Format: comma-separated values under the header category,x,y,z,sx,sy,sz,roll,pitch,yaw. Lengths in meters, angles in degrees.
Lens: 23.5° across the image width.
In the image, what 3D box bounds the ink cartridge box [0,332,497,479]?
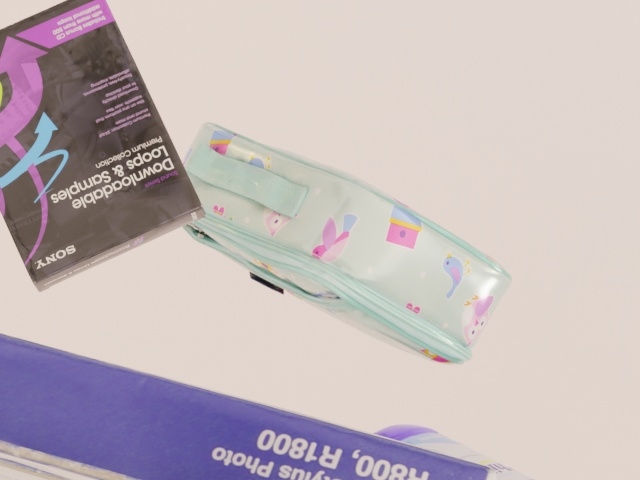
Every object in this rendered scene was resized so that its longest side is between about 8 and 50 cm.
category,x,y,z,sx,sy,sz,roll,pitch,yaw
ink cartridge box,-0.082,0.102,0.690,0.324,0.330,0.071,14,-110,12

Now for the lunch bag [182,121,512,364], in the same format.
category,x,y,z,sx,sy,sz,roll,pitch,yaw
lunch bag,0.000,0.000,1.280,0.279,0.224,0.108,22,-95,51

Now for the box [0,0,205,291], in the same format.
category,x,y,z,sx,sy,sz,roll,pitch,yaw
box,-0.156,-0.064,0.958,0.116,0.029,0.162,-25,-100,-6

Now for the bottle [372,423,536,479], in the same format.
category,x,y,z,sx,sy,sz,roll,pitch,yaw
bottle,0.154,0.245,1.302,0.282,0.118,0.092,22,-72,39
